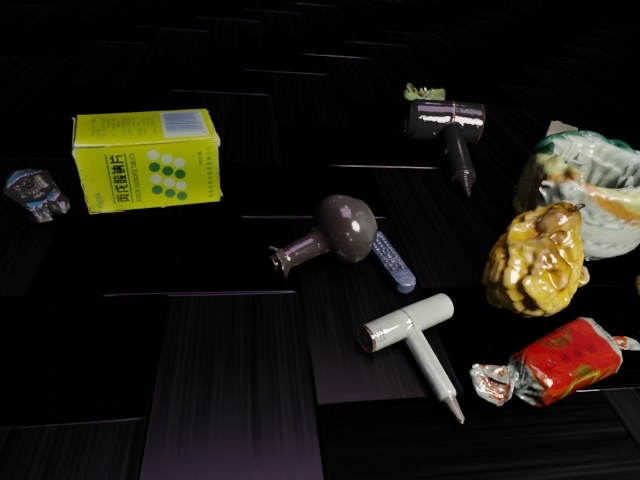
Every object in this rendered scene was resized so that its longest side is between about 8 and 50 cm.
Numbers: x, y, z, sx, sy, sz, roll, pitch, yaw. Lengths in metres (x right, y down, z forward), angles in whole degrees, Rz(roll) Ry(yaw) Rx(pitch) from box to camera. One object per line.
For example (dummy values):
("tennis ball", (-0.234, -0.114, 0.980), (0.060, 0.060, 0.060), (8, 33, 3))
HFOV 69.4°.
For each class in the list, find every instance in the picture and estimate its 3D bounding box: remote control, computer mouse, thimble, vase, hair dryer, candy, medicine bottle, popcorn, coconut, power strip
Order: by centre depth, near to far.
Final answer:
("hair dryer", (0.161, 0.164, 0.634), (0.154, 0.044, 0.183), (-18, 50, -27))
("candy", (0.333, 0.166, 0.637), (0.291, 0.059, 0.086), (-13, 44, -23))
("popcorn", (0.346, 0.036, 0.746), (0.140, 0.163, 0.194), (16, 68, 41))
("vase", (0.000, 0.000, 0.757), (0.182, 0.120, 0.120), (-26, 48, -17))
("remote control", (0.115, 0.035, 0.792), (0.043, 0.027, 0.153), (-12, 40, -14))
("computer mouse", (-0.494, -0.074, 0.811), (0.135, 0.047, 0.079), (39, 59, 18))
("medicine bottle", (-0.319, -0.155, 0.867), (0.249, 0.137, 0.141), (-8, 42, -18))
("thimble", (0.517, -0.093, 0.906), (0.254, 0.168, 0.288), (33, 44, 30))
("hair dryer", (0.302, -0.220, 1.096), (0.188, 0.107, 0.352), (5, 44, 1))
("power strip", (0.644, -0.272, 1.251), (0.075, 0.042, 0.175), (24, 42, 20))
("coconut", (0.305, -0.421, 1.370), (0.158, 0.055, 0.133), (-27, 48, -37))

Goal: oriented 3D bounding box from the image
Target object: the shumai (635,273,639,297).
("shumai", (0.629, 0.054, 0.742), (0.201, 0.120, 0.201), (-7, 23, 3))
